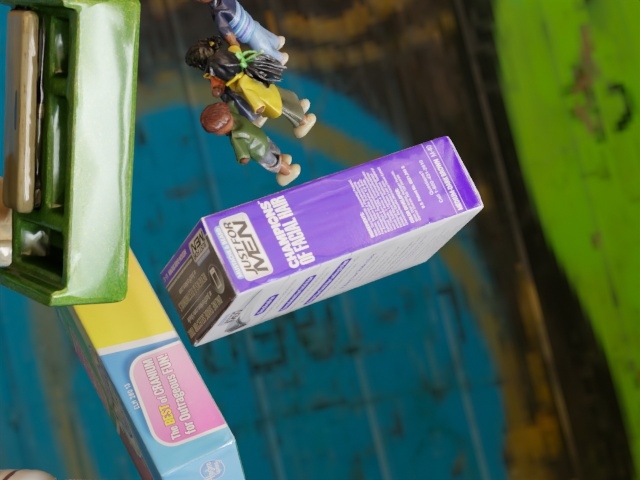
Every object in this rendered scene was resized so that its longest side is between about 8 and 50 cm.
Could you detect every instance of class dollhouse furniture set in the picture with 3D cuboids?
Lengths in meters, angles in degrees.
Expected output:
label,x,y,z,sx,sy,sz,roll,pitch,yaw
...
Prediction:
label,x,y,z,sx,sy,sz,roll,pitch,yaw
dollhouse furniture set,-0.242,-0.057,1.020,0.197,0.151,0.301,-3,-172,-27

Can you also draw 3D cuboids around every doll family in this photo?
label,x,y,z,sx,sy,sz,roll,pitch,yaw
doll family,-0.065,-0.135,1.535,0.076,0.193,0.111,-44,130,15

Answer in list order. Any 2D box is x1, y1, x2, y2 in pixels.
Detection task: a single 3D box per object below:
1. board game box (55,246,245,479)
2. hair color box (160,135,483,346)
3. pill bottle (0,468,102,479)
label,x,y,z,sx,sy,sz,roll,pitch,yaw
board game box,-0.152,0.111,1.628,0.064,0.316,0.242,-25,148,-11
hair color box,0.000,0.000,2.279,0.339,0.110,0.185,-21,167,-27
pill bottle,-0.287,0.258,1.679,0.221,0.121,0.121,-2,177,20
